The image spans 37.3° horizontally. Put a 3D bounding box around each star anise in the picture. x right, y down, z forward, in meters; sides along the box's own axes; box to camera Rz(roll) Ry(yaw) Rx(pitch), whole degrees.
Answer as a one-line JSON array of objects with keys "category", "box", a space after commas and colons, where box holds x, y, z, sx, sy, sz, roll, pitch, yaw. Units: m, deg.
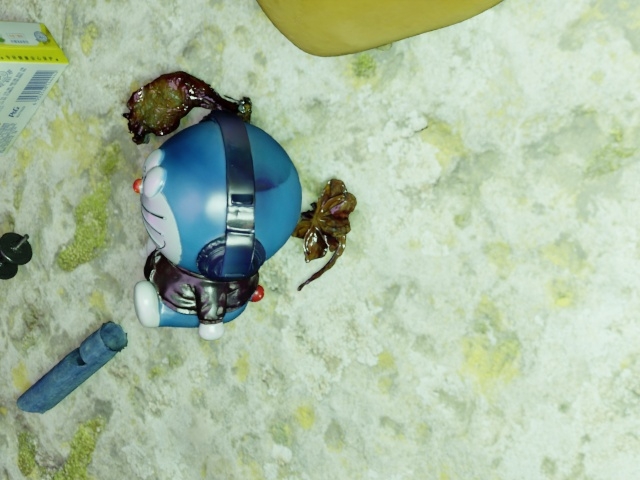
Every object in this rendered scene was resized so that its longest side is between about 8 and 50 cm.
[{"category": "star anise", "box": [0.000, 0.000, 1.375, 0.190, 0.070, 0.097, -54, 42, 31]}]

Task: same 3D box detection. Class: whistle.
[{"category": "whistle", "box": [-0.457, 0.244, 1.732, 0.304, 0.062, 0.062, -38, 78, 33]}]

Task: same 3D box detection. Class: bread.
[{"category": "bread", "box": [0.071, -0.419, 1.128, 0.376, 0.253, 0.347, -8, 92, 33]}]

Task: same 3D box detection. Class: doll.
[{"category": "doll", "box": [-0.154, -0.031, 1.374, 0.284, 0.240, 0.309, -111, 27, -50]}]

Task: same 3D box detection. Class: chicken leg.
[{"category": "chicken leg", "box": [-0.215, -0.212, 1.483, 0.253, 0.051, 0.105, -3, 104, 33]}]

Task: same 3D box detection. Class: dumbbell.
[{"category": "dumbbell", "box": [-0.581, 0.030, 1.766, 0.147, 0.069, 0.069, -37, 79, 34]}]

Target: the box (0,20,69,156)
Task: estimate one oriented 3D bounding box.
[{"category": "box", "box": [-0.582, -0.259, 1.653, 0.265, 0.168, 0.097, -45, 71, 34]}]
